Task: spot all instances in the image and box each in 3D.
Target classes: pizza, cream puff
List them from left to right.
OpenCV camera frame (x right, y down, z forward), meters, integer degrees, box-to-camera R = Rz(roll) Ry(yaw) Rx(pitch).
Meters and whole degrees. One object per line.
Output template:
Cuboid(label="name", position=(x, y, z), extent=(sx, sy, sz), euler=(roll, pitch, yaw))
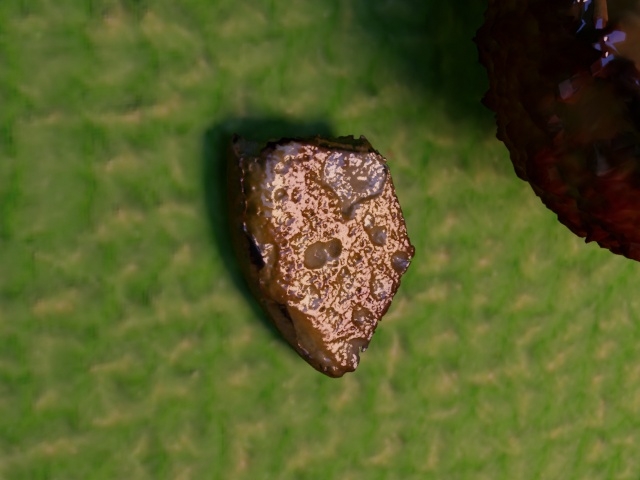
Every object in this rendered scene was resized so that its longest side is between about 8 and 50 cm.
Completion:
Cuboid(label="pizza", position=(0.000, 0.000, 0.717), extent=(0.099, 0.036, 0.160), euler=(-32, 119, -18))
Cuboid(label="cream puff", position=(0.246, -0.115, 0.703), extent=(0.350, 0.228, 0.350), euler=(1, 79, -5))
